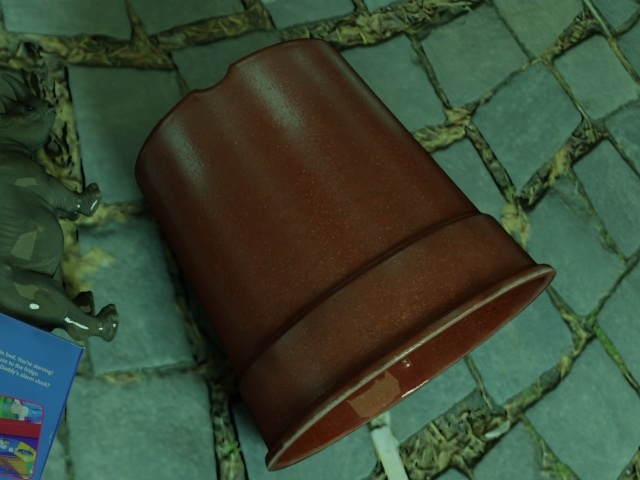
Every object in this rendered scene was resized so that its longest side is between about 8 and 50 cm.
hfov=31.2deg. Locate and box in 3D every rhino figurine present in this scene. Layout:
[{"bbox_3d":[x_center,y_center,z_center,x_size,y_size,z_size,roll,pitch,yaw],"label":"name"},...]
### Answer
[{"bbox_3d":[-0.232,-0.030,0.898,0.106,0.073,0.243,2,63,-35],"label":"rhino figurine"}]

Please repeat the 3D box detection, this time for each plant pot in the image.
[{"bbox_3d":[0.000,0.000,0.926,0.272,0.272,0.265,-23,72,-39],"label":"plant pot"}]

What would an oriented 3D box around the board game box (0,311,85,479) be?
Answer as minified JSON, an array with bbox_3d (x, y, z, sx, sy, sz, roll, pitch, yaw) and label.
[{"bbox_3d":[-0.352,0.113,0.731,0.347,0.078,0.233,27,50,-19],"label":"board game box"}]
